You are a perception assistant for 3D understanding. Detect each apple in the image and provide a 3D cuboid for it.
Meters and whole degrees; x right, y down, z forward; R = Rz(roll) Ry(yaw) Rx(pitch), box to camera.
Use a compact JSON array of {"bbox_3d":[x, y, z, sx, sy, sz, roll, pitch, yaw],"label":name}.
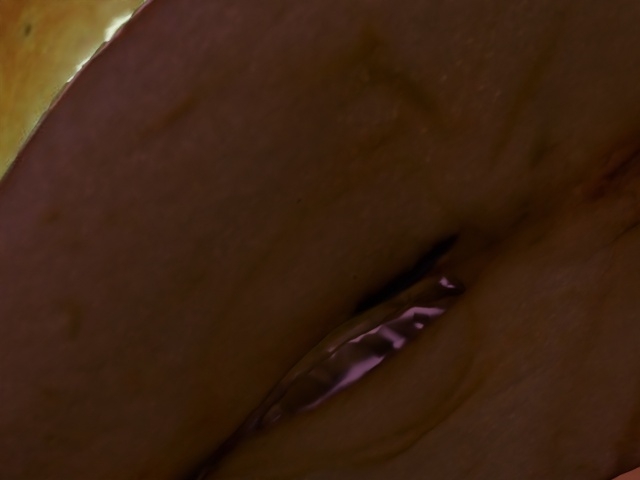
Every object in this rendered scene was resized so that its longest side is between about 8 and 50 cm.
[{"bbox_3d":[0.000,0.000,0.587,0.365,0.295,0.329,-37,100,-3],"label":"apple"}]
